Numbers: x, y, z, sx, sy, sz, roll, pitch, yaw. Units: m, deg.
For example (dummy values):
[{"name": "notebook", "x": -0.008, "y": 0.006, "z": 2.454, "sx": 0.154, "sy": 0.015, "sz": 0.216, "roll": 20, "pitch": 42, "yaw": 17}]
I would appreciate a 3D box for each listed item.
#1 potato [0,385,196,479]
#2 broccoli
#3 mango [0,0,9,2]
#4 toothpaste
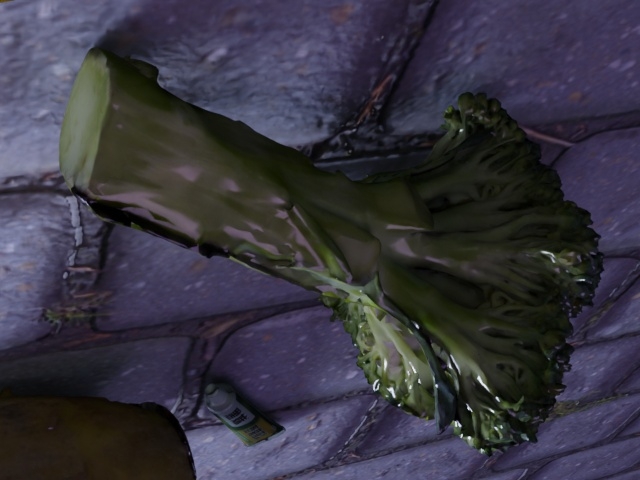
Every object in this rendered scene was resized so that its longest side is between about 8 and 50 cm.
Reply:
[{"name": "potato", "x": -0.266, "y": 0.230, "z": 0.818, "sx": 0.266, "sy": 0.229, "sz": 0.229, "roll": -1, "pitch": 144, "yaw": -40}, {"name": "broccoli", "x": 0.000, "y": -0.017, "z": 0.670, "sx": 0.361, "sy": 0.252, "sz": 0.221, "roll": 34, "pitch": 120, "yaw": -16}, {"name": "mango", "x": -0.164, "y": -0.140, "z": 0.384, "sx": 0.195, "sy": 0.098, "sz": 0.137, "roll": -8, "pitch": 180, "yaw": -4}, {"name": "toothpaste", "x": -0.082, "y": 0.181, "z": 1.046, "sx": 0.049, "sy": 0.031, "sz": 0.204, "roll": -24, "pitch": 153, "yaw": 2}]
